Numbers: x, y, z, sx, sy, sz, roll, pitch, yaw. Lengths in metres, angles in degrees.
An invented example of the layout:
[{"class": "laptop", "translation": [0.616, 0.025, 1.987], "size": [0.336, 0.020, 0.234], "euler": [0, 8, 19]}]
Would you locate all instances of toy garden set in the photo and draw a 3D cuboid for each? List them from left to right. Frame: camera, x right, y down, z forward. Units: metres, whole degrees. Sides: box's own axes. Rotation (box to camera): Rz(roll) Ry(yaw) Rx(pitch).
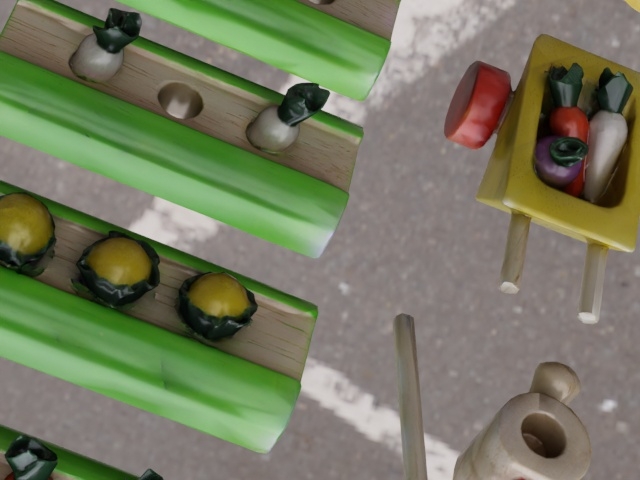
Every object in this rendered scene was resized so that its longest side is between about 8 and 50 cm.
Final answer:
[{"class": "toy garden set", "translation": [0.000, 0.000, 0.395], "size": [0.204, 0.244, 0.049], "euler": [22, 140, -9]}]

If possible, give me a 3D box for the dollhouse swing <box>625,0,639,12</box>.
[{"class": "dollhouse swing", "translation": [0.379, -0.417, 1.290], "size": [0.315, 0.346, 0.305], "euler": [32, 144, -18]}]
